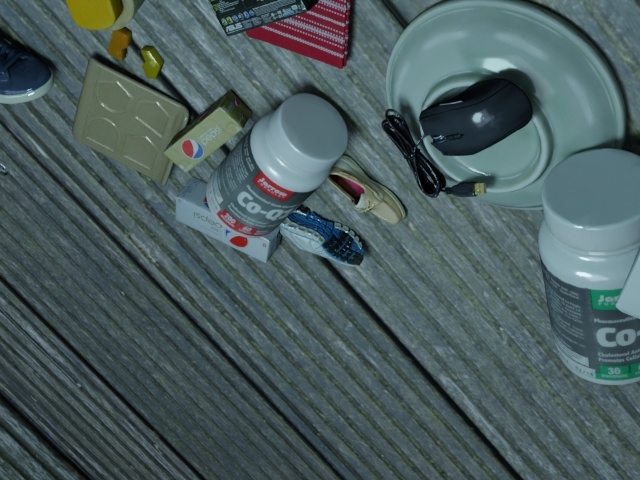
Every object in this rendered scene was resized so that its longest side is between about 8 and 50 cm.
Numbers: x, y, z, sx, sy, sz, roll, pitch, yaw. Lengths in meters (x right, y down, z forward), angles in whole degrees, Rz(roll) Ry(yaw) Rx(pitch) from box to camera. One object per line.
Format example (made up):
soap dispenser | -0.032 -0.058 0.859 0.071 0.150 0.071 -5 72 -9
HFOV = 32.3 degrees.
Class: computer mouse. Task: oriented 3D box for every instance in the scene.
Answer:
computer mouse | 0.221 -0.139 1.696 0.262 0.060 0.184 -12 120 42

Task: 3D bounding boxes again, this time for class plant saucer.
plant saucer | 0.272 -0.186 1.741 0.400 0.100 0.401 19 138 18

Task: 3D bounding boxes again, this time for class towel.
towel | -0.035 -0.417 1.783 0.198 0.031 0.275 22 137 18

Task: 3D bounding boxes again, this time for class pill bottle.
pill bottle | 0.449 0.044 1.730 0.204 0.204 0.361 10 141 28
pill bottle | -0.079 -0.133 1.988 0.161 0.161 0.283 41 140 -6

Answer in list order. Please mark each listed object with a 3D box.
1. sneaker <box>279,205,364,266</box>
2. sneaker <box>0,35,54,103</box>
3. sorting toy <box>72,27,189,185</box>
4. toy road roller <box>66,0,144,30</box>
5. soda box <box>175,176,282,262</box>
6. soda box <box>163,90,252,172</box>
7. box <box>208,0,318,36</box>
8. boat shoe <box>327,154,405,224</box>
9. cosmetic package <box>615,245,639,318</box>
sneaker | 0.000 0.000 2.148 0.190 0.071 0.083 31 150 14
sneaker | -0.685 -0.392 2.182 0.350 0.131 0.148 24 143 14
sorting toy | -0.360 -0.267 2.156 0.229 0.041 0.307 30 134 3
toy road roller | -0.425 -0.512 1.795 0.240 0.203 0.330 0 130 19
soda box | -0.183 -0.041 2.223 0.216 0.069 0.074 26 140 13
soda box | -0.211 -0.202 2.070 0.061 0.058 0.181 44 131 -18
box | -0.120 -0.433 1.776 0.190 0.045 0.184 -8 118 42
boat shoe | 0.078 -0.080 2.009 0.170 0.059 0.063 40 140 -5
cosmetic package | 0.558 -0.040 1.462 0.217 0.385 0.156 25 138 15
